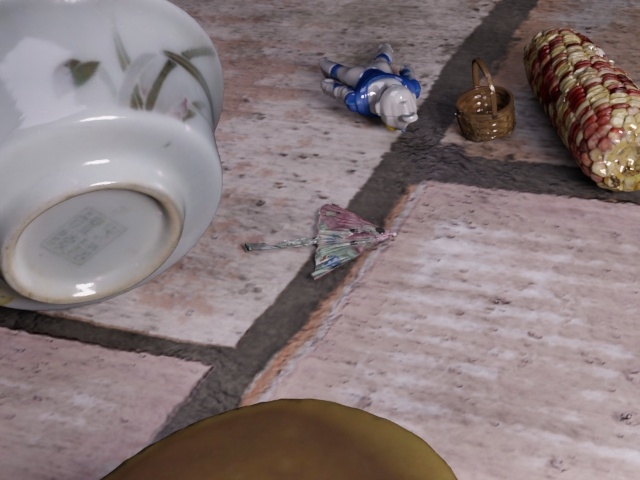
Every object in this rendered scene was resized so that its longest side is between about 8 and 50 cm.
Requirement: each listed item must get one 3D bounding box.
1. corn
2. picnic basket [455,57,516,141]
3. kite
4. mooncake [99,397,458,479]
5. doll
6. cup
[{"bbox_3d":[0.281,-0.147,1.366,0.098,0.098,0.290,-12,31,-1],"label":"corn"},{"bbox_3d":[0.177,-0.155,1.413,0.072,0.083,0.072,-7,35,5],"label":"picnic basket"},{"bbox_3d":[0.000,0.000,1.306,0.157,0.011,0.139,-5,31,6],"label":"kite"},{"bbox_3d":[-0.032,0.241,0.827,0.284,0.155,0.284,-8,32,5],"label":"mooncake"},{"bbox_3d":[0.063,-0.172,1.500,0.114,0.057,0.227,-10,24,-9],"label":"doll"},{"bbox_3d":[-0.229,-0.054,1.207,0.347,0.347,0.163,-19,56,-11],"label":"cup"}]
